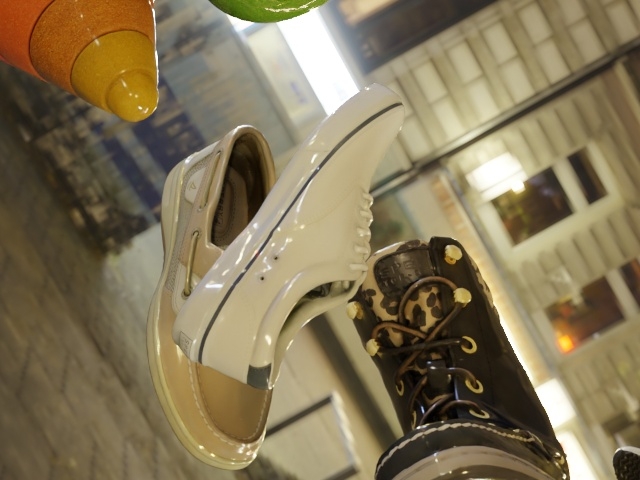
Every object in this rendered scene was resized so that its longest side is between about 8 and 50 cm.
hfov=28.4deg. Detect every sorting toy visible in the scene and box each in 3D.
[{"bbox_3d":[-0.017,-0.146,0.741,0.126,0.365,0.127,55,-29,32],"label":"sorting toy"}]

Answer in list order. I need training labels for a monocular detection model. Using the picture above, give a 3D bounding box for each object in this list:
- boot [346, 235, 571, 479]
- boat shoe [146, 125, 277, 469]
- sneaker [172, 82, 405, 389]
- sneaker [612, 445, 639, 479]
[{"bbox_3d":[0.100,0.128,0.989,0.377,0.138,0.284,36,27,-56],"label":"boot"},{"bbox_3d":[-0.076,0.040,1.070,0.109,0.098,0.302,20,52,-33],"label":"boat shoe"},{"bbox_3d":[0.000,0.000,0.940,0.091,0.258,0.094,32,-15,13],"label":"sneaker"},{"bbox_3d":[0.435,0.302,1.559,0.161,0.057,0.075,30,21,11],"label":"sneaker"}]
